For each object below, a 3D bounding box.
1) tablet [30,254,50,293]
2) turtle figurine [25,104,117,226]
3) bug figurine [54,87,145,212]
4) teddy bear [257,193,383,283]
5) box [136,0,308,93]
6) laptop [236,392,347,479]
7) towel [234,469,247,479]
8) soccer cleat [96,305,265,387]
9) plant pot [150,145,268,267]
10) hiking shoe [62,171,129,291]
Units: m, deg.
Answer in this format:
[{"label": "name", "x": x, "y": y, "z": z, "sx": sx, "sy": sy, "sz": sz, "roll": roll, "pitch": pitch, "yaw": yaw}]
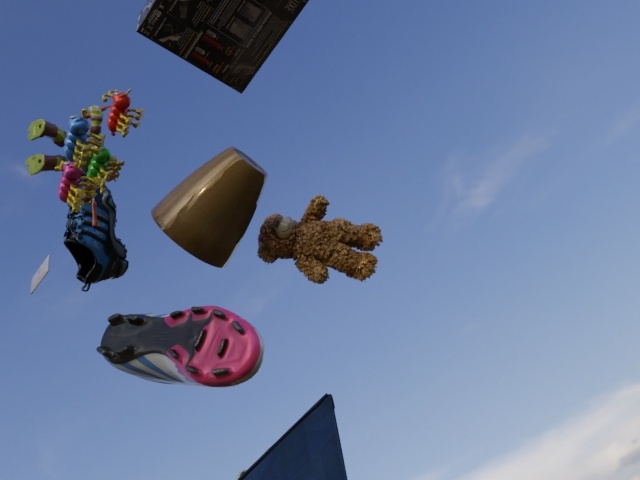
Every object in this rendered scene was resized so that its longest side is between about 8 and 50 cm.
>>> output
[{"label": "tablet", "x": -0.615, "y": 0.074, "z": 1.449, "sx": 0.006, "sy": 0.054, "sz": 0.083, "roll": 26, "pitch": -60, "yaw": -35}, {"label": "turtle figurine", "x": -0.502, "y": -0.164, "z": 1.385, "sx": 0.217, "sy": 0.087, "sz": 0.270, "roll": 6, "pitch": -84, "yaw": -60}, {"label": "bug figurine", "x": -0.435, "y": -0.177, "z": 1.267, "sx": 0.072, "sy": 0.279, "sz": 0.216, "roll": 23, "pitch": -65, "yaw": -3}, {"label": "teddy bear", "x": 0.000, "y": 0.000, "z": 1.756, "sx": 0.245, "sy": 0.337, "sz": 0.113, "roll": -61, "pitch": -7, "yaw": -14}, {"label": "box", "x": -0.169, "y": -0.469, "z": 1.260, "sx": 0.242, "sy": 0.077, "sz": 0.307, "roll": 26, "pitch": -60, "yaw": -29}, {"label": "laptop", "x": 0.020, "y": 0.478, "z": 0.776, "sx": 0.382, "sy": 0.408, "sz": 0.236, "roll": -34, "pitch": -24, "yaw": -46}, {"label": "towel", "x": -0.223, "y": 0.566, "z": 1.257, "sx": 0.312, "sy": 0.056, "sz": 0.324, "roll": -46, "pitch": -11, "yaw": -12}, {"label": "soccer cleat", "x": -0.195, "y": 0.169, "z": 1.020, "sx": 0.331, "sy": 0.116, "sz": 0.143, "roll": 0, "pitch": -27, "yaw": 35}, {"label": "plant pot", "x": -0.256, "y": -0.104, "z": 1.667, "sx": 0.254, "sy": 0.237, "sz": 0.237, "roll": -52, "pitch": -37, "yaw": 8}, {"label": "hiking shoe", "x": -0.570, "y": -0.039, "z": 1.615, "sx": 0.113, "sy": 0.304, "sz": 0.132, "roll": -16, "pitch": 6, "yaw": 31}]
